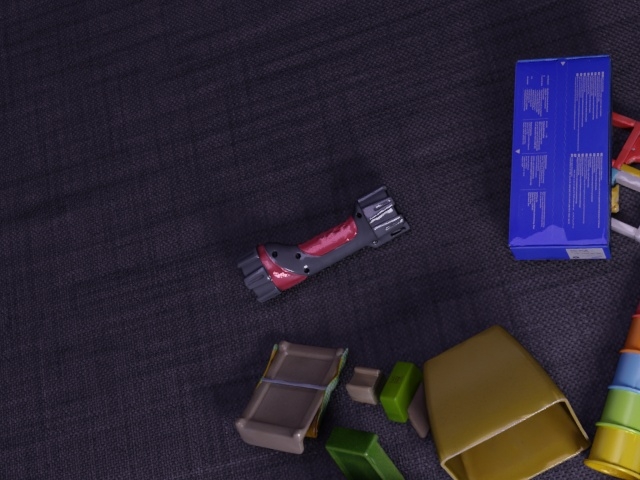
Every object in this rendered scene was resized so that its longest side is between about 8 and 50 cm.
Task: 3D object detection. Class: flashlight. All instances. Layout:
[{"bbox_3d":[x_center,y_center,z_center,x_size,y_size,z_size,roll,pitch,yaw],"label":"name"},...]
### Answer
[{"bbox_3d":[0.000,0.000,2.057,0.304,0.103,0.103,-30,62,8],"label":"flashlight"}]

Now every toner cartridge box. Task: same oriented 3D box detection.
[{"bbox_3d":[0.413,-0.141,1.948,0.165,0.075,0.347,0,72,18],"label":"toner cartridge box"}]

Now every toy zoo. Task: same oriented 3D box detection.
[{"bbox_3d":[0.505,-0.120,1.969,0.293,0.030,0.192,26,81,24],"label":"toy zoo"}]

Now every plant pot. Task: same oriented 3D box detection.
[{"bbox_3d":[0.277,0.265,1.825,0.212,0.212,0.187,-30,52,7],"label":"plant pot"}]

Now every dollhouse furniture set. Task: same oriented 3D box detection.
[{"bbox_3d":[0.030,0.305,1.962,0.301,0.151,0.197,4,51,37],"label":"dollhouse furniture set"}]

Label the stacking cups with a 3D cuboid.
[{"bbox_3d":[0.509,0.218,1.814,0.096,0.096,0.316,16,77,22],"label":"stacking cups"}]
